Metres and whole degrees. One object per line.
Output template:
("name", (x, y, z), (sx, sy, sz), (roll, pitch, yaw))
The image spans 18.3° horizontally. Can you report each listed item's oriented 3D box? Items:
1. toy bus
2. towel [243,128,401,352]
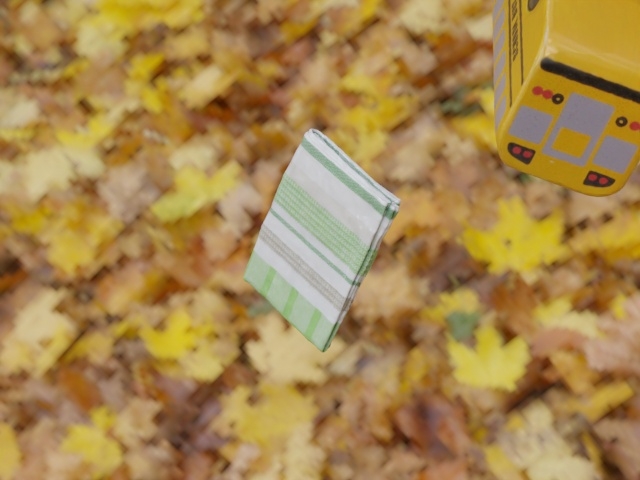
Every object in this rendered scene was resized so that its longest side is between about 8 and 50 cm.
("toy bus", (0.200, -0.182, 1.536), (0.332, 0.108, 0.130), (-84, 14, -55))
("towel", (0.000, 0.000, 1.618), (0.113, 0.023, 0.152), (44, 123, 32))
